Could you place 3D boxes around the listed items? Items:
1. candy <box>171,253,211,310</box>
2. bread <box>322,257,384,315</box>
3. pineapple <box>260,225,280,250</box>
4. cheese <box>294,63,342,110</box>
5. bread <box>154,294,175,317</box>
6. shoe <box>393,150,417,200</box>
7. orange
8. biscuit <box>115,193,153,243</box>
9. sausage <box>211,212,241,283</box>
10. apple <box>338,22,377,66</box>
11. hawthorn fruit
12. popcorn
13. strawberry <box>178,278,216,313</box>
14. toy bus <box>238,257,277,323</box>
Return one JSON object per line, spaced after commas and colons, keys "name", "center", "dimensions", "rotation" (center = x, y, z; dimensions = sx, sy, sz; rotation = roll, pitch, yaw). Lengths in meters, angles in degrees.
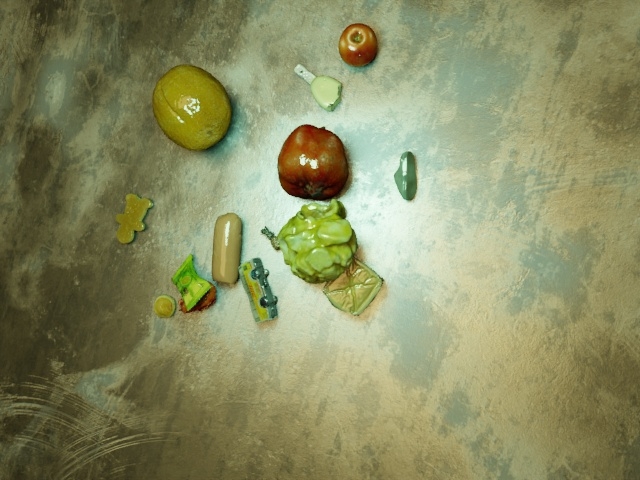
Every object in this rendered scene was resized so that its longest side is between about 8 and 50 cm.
{"name": "candy", "center": [-0.567, 0.175, 1.734], "dimensions": [0.149, 0.069, 0.246], "rotation": [-49, 54, 3]}
{"name": "bread", "center": [0.130, 0.183, 1.602], "dimensions": [0.192, 0.110, 0.210], "rotation": [35, 95, 6]}
{"name": "pineapple", "center": [-0.209, -0.015, 1.718], "dimensions": [0.058, 0.058, 0.124], "rotation": [-44, 78, 7]}
{"name": "cheese", "center": [-0.011, -0.669, 1.715], "dimensions": [0.255, 0.050, 0.127], "rotation": [44, 97, 11]}
{"name": "bread", "center": [-0.708, 0.300, 1.825], "dimensions": [0.109, 0.024, 0.110], "rotation": [-1, 86, 12]}
{"name": "shoe", "center": [0.335, -0.257, 1.611], "dimensions": [0.078, 0.079, 0.195], "rotation": [5, 97, 48]}
{"name": "orange", "center": [-0.544, -0.564, 1.699], "dimensions": [0.322, 0.322, 0.357], "rotation": [-36, 62, 8]}
{"name": "biscuit", "center": [-0.880, -0.099, 1.884], "dimensions": [0.158, 0.035, 0.241], "rotation": [24, 92, 15]}
{"name": "sausage", "center": [-0.401, 0.032, 1.724], "dimensions": [0.121, 0.121, 0.305], "rotation": [2, 86, 13]}
{"name": "apple", "center": [0.152, -0.797, 1.641], "dimensions": [0.163, 0.139, 0.164], "rotation": [-1, 84, 13]}
{"name": "hawthorn fruit", "center": [-0.038, -0.307, 1.589], "dimensions": [0.294, 0.295, 0.312], "rotation": [-24, 78, 10]}
{"name": "popcorn", "center": [-0.001, 0.009, 1.561], "dimensions": [0.292, 0.294, 0.334], "rotation": [-12, 50, -18]}
{"name": "strawberry", "center": [-0.533, 0.252, 1.768], "dimensions": [0.188, 0.082, 0.121], "rotation": [-35, 56, 14]}
{"name": "toy bus", "center": [-0.263, 0.211, 1.702], "dimensions": [0.106, 0.092, 0.268], "rotation": [-22, 83, 21]}
